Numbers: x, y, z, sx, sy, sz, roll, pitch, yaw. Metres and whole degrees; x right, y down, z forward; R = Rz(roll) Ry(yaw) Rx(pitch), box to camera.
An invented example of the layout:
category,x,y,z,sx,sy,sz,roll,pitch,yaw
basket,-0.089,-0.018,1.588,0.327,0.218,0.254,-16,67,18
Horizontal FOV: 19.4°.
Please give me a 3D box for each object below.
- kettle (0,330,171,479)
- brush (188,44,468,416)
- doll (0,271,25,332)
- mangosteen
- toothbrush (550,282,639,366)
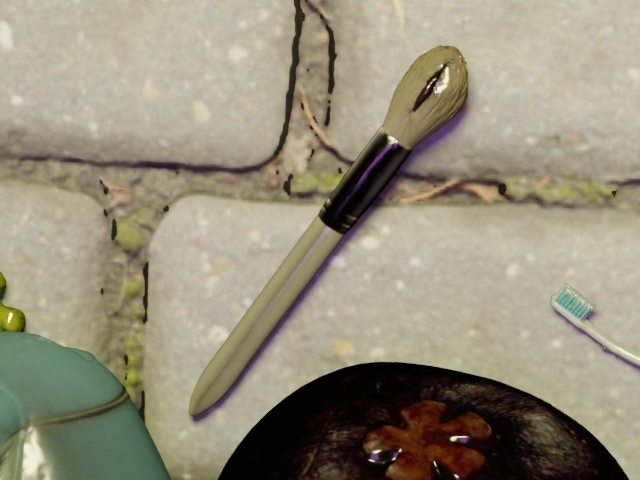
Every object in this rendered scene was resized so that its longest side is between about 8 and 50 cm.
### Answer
category,x,y,z,sx,sy,sz,roll,pitch,yaw
kettle,-0.188,0.231,1.110,0.247,0.319,0.342,-1,100,10
brush,0.000,0.000,1.188,0.299,0.039,0.042,-53,41,14
doll,-0.368,0.064,1.260,0.346,0.099,0.341,7,88,-3
mangosteen,0.062,0.227,1.113,0.275,0.275,0.302,8,132,12
toothbrush,0.228,0.091,1.158,0.204,0.017,0.022,35,123,7
